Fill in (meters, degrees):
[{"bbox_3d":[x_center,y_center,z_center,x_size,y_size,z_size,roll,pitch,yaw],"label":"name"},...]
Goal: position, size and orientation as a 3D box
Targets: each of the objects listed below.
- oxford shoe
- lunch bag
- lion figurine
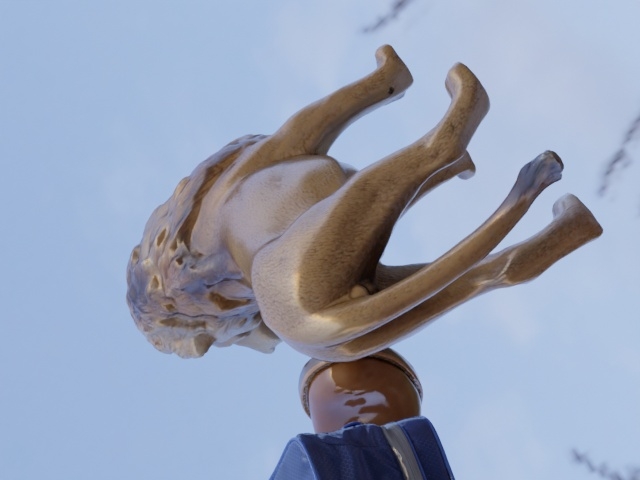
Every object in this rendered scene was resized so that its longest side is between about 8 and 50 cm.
[{"bbox_3d":[0.035,0.136,1.244,0.076,0.212,0.076,-12,-126,3],"label":"oxford shoe"},{"bbox_3d":[0.023,0.112,0.735,0.065,0.067,0.098,-5,-121,-22],"label":"lunch bag"},{"bbox_3d":[0.000,0.000,1.195,0.240,0.392,0.142,-36,-81,-6],"label":"lion figurine"}]
